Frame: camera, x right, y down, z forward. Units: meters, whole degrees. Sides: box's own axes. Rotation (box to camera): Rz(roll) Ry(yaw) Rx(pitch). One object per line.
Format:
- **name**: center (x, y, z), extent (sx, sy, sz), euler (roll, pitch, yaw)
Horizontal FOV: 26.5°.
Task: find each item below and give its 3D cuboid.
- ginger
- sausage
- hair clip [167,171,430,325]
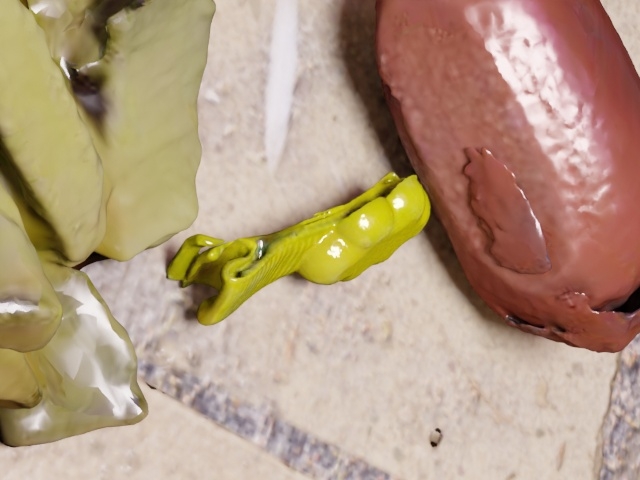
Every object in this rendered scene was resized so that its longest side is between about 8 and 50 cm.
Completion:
- **ginger**: center (-0.153, -0.070, 0.584), extent (0.358, 0.211, 0.413), euler (31, 63, -32)
- **sausage**: center (0.130, -0.063, 0.839), extent (0.152, 0.152, 0.279), euler (-36, 104, -37)
- **hair clip**: center (0.000, 0.000, 0.776), extent (0.173, 0.072, 0.046), euler (-16, 65, -40)
